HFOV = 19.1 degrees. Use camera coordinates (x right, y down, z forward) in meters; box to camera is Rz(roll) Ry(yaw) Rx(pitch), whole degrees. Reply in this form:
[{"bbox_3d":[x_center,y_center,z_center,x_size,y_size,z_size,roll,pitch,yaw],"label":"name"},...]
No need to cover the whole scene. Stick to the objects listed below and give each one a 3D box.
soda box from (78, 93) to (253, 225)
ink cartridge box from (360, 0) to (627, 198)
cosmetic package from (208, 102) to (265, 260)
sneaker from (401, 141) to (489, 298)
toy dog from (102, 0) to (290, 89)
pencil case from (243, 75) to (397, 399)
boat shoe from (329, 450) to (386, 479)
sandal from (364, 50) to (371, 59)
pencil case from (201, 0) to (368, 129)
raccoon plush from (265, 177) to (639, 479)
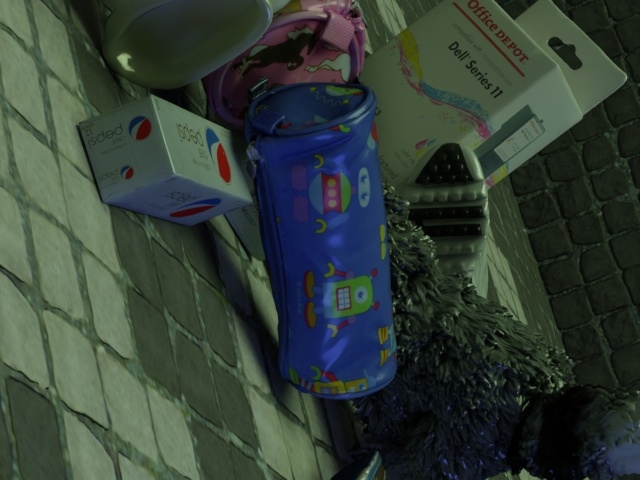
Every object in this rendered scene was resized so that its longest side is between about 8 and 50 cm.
[{"bbox_3d":[-0.128,-0.065,1.627,0.216,0.069,0.074,17,54,-74],"label":"soda box"},{"bbox_3d":[0.172,-0.176,2.325,0.207,0.353,0.119,52,-1,40],"label":"ink cartridge box"},{"bbox_3d":[-0.057,-0.096,1.954,0.231,0.085,0.117,-95,159,-58],"label":"cosmetic package"},{"bbox_3d":[0.153,0.018,2.253,0.118,0.110,0.292,-57,149,-65],"label":"sneaker"},{"bbox_3d":[-0.078,-0.406,1.715,0.284,0.395,0.408,51,28,-30],"label":"toy dog"},{"bbox_3d":[0.000,0.000,1.777,0.119,0.133,0.306,32,-45,54],"label":"pencil case"},{"bbox_3d":[0.032,0.260,1.757,0.066,0.066,0.183,52,26,-8],"label":"boat shoe"},{"bbox_3d":[0.064,-0.149,2.656,0.097,0.054,0.254,26,53,-62],"label":"sandal"},{"bbox_3d":[-0.069,-0.276,1.911,0.386,0.167,0.160,-111,-158,-45],"label":"pencil case"},{"bbox_3d":[0.154,0.072,1.908,0.216,0.446,0.299,-39,109,-44],"label":"raccoon plush"}]
